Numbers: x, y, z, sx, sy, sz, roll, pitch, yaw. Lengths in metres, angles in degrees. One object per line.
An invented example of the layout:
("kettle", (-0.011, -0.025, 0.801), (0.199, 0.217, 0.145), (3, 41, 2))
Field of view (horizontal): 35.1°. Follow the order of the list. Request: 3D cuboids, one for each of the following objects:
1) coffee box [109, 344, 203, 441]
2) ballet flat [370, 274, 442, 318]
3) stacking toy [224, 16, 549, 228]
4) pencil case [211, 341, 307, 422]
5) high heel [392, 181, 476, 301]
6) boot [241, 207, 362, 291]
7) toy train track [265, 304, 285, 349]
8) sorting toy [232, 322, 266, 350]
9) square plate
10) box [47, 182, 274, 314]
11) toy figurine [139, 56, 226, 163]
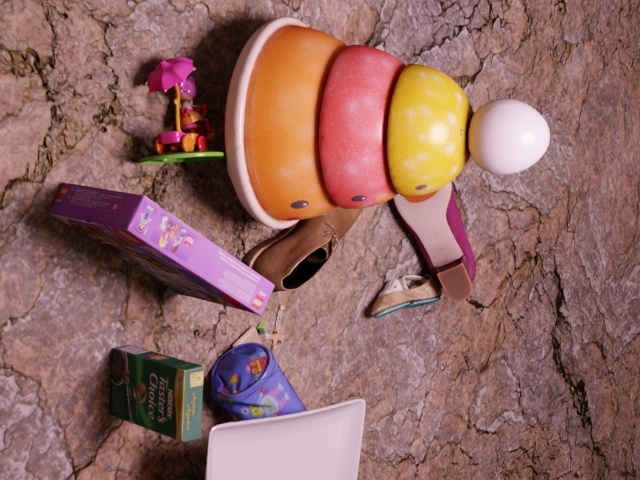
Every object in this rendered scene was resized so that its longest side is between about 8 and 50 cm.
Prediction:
("coffee box", (-0.251, 0.230, 1.539), (0.040, 0.184, 0.113), (-3, 100, -47))
("ballet flat", (0.165, 0.109, 2.057), (0.206, 0.073, 0.067), (-10, 77, -48))
("stacking toy", (0.119, -0.175, 1.602), (0.350, 0.480, 0.350), (6, 90, -66))
("pencil case", (-0.087, 0.322, 1.780), (0.133, 0.119, 0.306), (-33, 123, -11))
("high heel", (0.226, -0.063, 2.087), (0.181, 0.127, 0.377), (-75, 150, -75))
("boot", (0.000, 0.000, 1.815), (0.305, 0.115, 0.112), (-42, 124, -35))
("toy train track", (-0.075, 0.158, 1.837), (0.048, 0.014, 0.083), (10, 90, -47))
("sorting toy", (-0.120, 0.184, 1.796), (0.083, 0.012, 0.062), (-43, 127, -32))
("square plate", (-0.075, 0.448, 1.705), (0.344, 0.049, 0.347), (-2, 102, -43))
("box", (-0.233, 0.014, 1.507), (0.293, 0.201, 0.057), (38, 70, -44))
("toy figurine", (-0.211, -0.203, 1.571), (0.173, 0.130, 0.159), (-10, 95, -68))
